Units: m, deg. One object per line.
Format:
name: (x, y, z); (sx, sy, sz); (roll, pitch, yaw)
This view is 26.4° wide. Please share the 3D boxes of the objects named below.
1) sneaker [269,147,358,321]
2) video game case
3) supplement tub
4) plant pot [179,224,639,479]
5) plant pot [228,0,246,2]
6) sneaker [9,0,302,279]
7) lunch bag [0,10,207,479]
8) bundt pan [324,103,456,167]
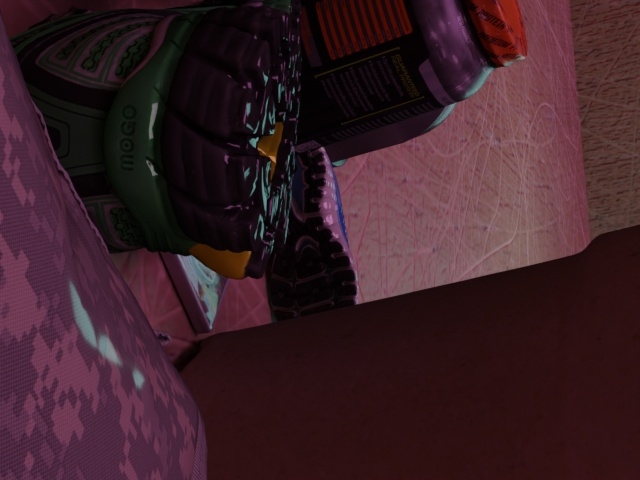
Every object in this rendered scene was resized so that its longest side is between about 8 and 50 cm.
sneaker: (0.000, 0.000, 0.968); (0.073, 0.063, 0.162); (-8, 93, -74)
video game case: (-0.070, -0.015, 0.843); (0.122, 0.011, 0.087); (-74, 151, -48)
supplement tub: (0.026, -0.127, 0.856); (0.117, 0.190, 0.117); (-16, 90, -72)
plant pot: (0.080, 0.153, 0.780); (0.334, 0.305, 0.334); (-6, 90, -72)
plant pot: (-0.036, -0.215, 0.707); (0.230, 0.215, 0.215); (134, -46, -77)
sneaker: (-0.083, -0.061, 0.639); (0.343, 0.146, 0.134); (-54, 149, -87)
lunch bag: (-0.140, 0.071, 0.377); (0.287, 0.168, 0.235); (-69, 148, -44)
bundt pan: (0.039, -0.220, 1.050); (0.331, 0.124, 0.331); (-5, 90, -72)
